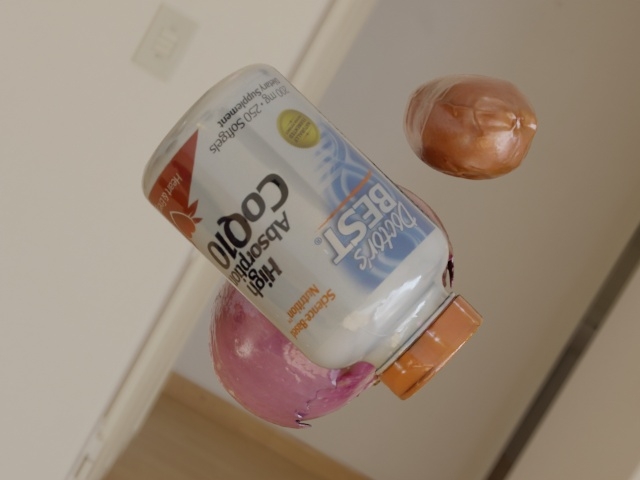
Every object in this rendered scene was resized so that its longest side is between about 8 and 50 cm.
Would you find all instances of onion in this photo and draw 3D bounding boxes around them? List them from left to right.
[{"bbox_3d":[0.004,0.053,1.582,0.358,0.358,0.345,11,54,-65],"label":"onion"}]

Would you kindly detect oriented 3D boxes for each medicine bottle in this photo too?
[{"bbox_3d":[0.000,0.000,1.014,0.288,0.157,0.157,44,10,4],"label":"medicine bottle"}]

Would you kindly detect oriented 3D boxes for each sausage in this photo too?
[{"bbox_3d":[0.167,-0.134,1.423,0.133,0.133,0.258,28,5,-12],"label":"sausage"}]
